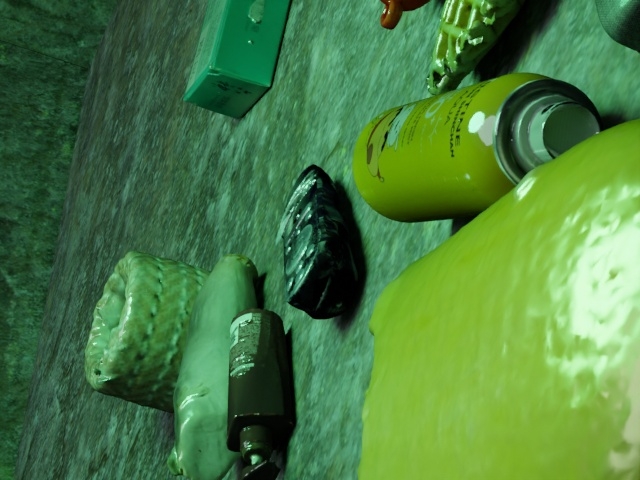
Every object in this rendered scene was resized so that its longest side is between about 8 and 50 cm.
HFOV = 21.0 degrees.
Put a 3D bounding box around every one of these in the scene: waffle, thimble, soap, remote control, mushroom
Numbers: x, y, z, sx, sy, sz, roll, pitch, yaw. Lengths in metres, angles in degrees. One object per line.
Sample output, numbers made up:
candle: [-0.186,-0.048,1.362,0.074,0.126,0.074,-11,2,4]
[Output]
waffle: [0.154,-0.244,1.519,0.214,0.054,0.208,126,160,-55]
thimble: [-0.219,0.118,2.261,0.229,0.148,0.196,-157,85,-73]
soap: [0.142,0.086,1.092,0.427,0.115,0.306,149,140,-67]
remote control: [0.000,0.000,1.805,0.090,0.066,0.266,-52,17,19]
mushroom: [-0.117,0.143,1.978,0.351,0.097,0.109,-90,23,-54]

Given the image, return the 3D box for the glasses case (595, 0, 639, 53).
glasses case: [0.241,-0.271,1.207,0.131,0.074,0.323,121,159,-45]

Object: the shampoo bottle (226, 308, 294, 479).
shampoo bottle: [-0.065,0.169,1.822,0.236,0.067,0.068,-92,14,-49]

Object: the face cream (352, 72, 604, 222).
face cream: [0.124,-0.069,1.341,0.349,0.105,0.105,178,109,-74]

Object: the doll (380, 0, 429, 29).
doll: [0.106,-0.364,1.723,0.200,0.105,0.336,156,130,-70]

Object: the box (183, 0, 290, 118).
box: [-0.108,-0.314,2.446,0.153,0.092,0.245,145,141,-67]
